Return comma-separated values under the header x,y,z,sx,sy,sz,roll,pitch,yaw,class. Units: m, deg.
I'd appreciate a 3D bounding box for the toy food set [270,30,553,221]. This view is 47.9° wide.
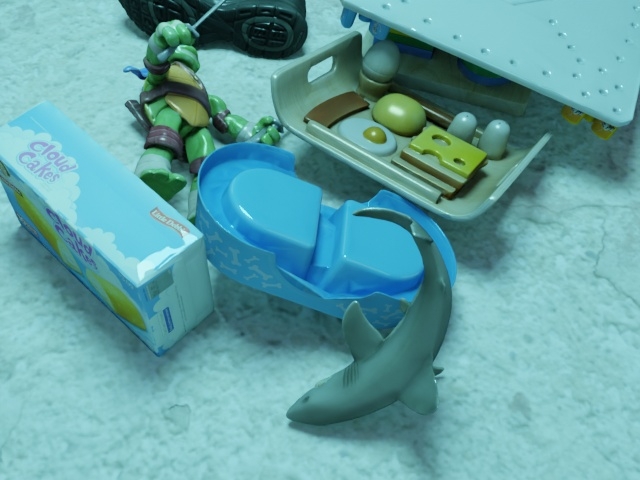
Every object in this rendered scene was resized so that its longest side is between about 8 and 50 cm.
x,y,z,sx,sy,sz,roll,pitch,yaw,class
0.119,-0.159,0.898,0.306,0.092,0.219,31,40,16,toy food set

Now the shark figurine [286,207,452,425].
x,y,z,sx,sy,sz,roll,pitch,yaw,class
0.087,0.098,0.678,0.166,0.278,0.116,8,33,-20,shark figurine

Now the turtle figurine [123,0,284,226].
x,y,z,sx,sy,sz,roll,pitch,yaw,class
-0.125,-0.163,0.871,0.274,0.198,0.266,-2,61,3,turtle figurine

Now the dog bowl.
x,y,z,sx,sy,sz,roll,pitch,yaw,class
0.000,0.000,0.785,0.297,0.074,0.166,21,42,-12,dog bowl

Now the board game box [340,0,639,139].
x,y,z,sx,sy,sz,roll,pitch,yaw,class
0.262,-0.350,0.993,0.389,0.050,0.390,24,57,3,board game box

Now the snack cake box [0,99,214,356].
x,y,z,sx,sy,sz,roll,pitch,yaw,class
-0.239,-0.014,0.789,0.264,0.152,0.089,38,62,22,snack cake box

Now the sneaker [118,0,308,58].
x,y,z,sx,sy,sz,roll,pitch,yaw,class
-0.156,-0.353,1.070,0.286,0.109,0.130,12,49,-5,sneaker

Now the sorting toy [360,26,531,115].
x,y,z,sx,sy,sz,roll,pitch,yaw,class
0.209,-0.332,1.067,0.255,0.089,0.257,17,56,9,sorting toy
